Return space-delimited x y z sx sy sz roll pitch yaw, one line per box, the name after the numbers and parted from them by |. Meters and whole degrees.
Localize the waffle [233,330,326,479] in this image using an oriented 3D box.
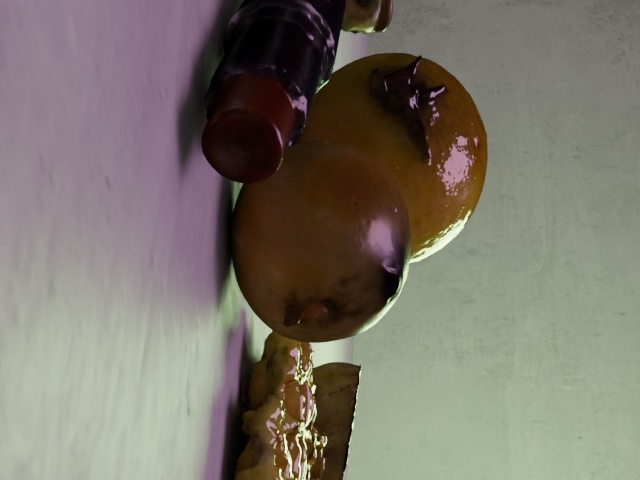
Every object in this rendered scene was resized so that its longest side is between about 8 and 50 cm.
-0.036 0.229 0.913 0.312 0.060 0.307 -81 172 -47 | waffle

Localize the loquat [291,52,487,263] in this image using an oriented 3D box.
0.079 -0.095 1.198 0.244 0.244 0.244 1 90 -86 | loquat

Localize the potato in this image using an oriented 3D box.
-0.008 0.223 1.152 0.164 0.081 0.200 99 0 -52 | potato

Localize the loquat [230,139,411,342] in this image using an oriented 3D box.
0.000 0.000 0.801 0.163 0.137 0.163 -13 90 -73 | loquat

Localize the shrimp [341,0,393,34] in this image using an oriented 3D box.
0.037 -0.501 1.439 0.221 0.110 0.446 -124 -149 -83 | shrimp

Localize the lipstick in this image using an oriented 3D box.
-0.030 -0.126 0.731 0.300 0.081 0.081 -77 168 -61 | lipstick
